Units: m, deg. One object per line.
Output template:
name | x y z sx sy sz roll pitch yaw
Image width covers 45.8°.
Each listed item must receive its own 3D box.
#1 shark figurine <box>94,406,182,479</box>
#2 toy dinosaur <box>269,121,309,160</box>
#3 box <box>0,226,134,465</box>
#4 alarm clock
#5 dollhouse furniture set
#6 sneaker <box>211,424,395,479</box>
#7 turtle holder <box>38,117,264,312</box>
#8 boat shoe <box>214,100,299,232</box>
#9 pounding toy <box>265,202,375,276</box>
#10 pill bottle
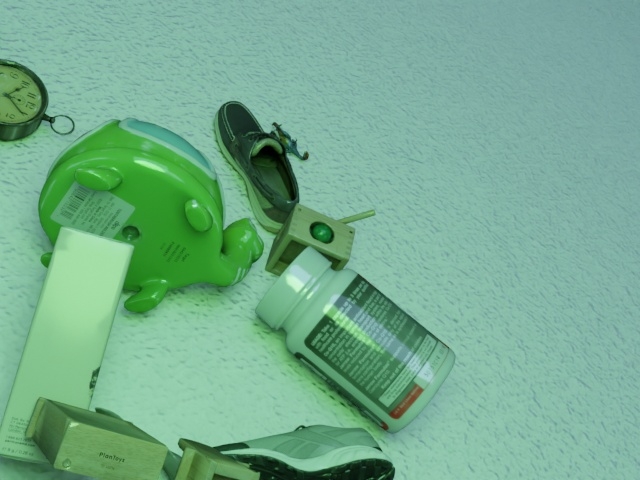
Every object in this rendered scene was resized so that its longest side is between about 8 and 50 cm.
shark figurine | -0.165 0.315 0.937 0.166 0.116 0.278 -15 59 -37
toy dinosaur | -0.056 -0.188 1.450 0.082 0.047 0.090 37 33 -23
box | -0.314 0.130 0.938 0.094 0.113 0.275 17 79 -15
alarm clock | -0.490 -0.215 1.215 0.192 0.064 0.129 22 53 -17
dollhouse furniture set | -0.271 0.363 0.781 0.303 0.173 0.356 23 77 -25
sneaker | -0.037 0.309 1.052 0.271 0.100 0.108 4 24 -19
turtle holder | -0.234 -0.056 1.113 0.320 0.244 0.228 5 36 -7
boat shoe | -0.105 -0.149 1.354 0.102 0.092 0.285 -7 59 -32
pounding toy | 0.000 0.000 1.263 0.130 0.141 0.100 23 47 -11
pill bottle | 0.050 0.146 1.164 0.283 0.161 0.161 39 47 4
